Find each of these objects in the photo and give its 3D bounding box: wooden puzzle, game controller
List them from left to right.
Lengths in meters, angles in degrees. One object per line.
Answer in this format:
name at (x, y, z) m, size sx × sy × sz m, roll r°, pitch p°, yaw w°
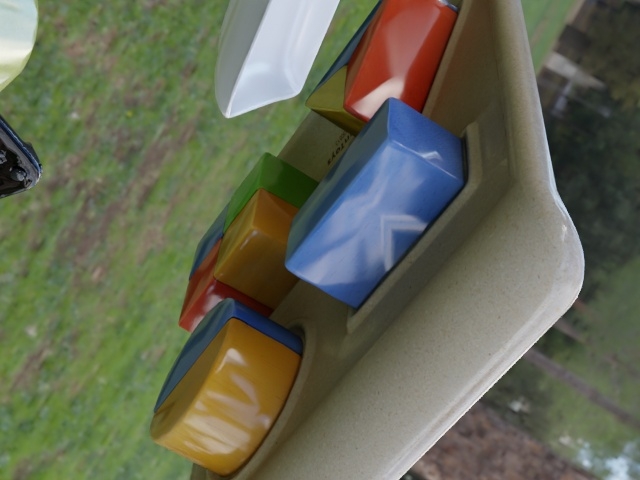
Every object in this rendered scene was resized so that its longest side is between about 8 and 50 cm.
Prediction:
game controller at (-0.558, -0.109, 1.768) m, size 0.166 × 0.319 × 0.067 m, roll 48°, pitch 37°, yaw -43°
wooden puzzle at (0.000, 0.000, 0.703) m, size 0.322 × 0.080 × 0.348 m, roll -50°, pitch -158°, yaw 29°

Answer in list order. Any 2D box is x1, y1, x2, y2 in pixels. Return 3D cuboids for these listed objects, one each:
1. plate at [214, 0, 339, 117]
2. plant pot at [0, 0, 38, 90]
plate at (-0.015, -0.252, 1.068) m, size 0.277 × 0.045 × 0.278 m, roll -41°, pitch 154°, yaw -73°
plant pot at (-0.382, -0.207, 1.048) m, size 0.276 × 0.276 × 0.254 m, roll -62°, pitch 166°, yaw 12°
